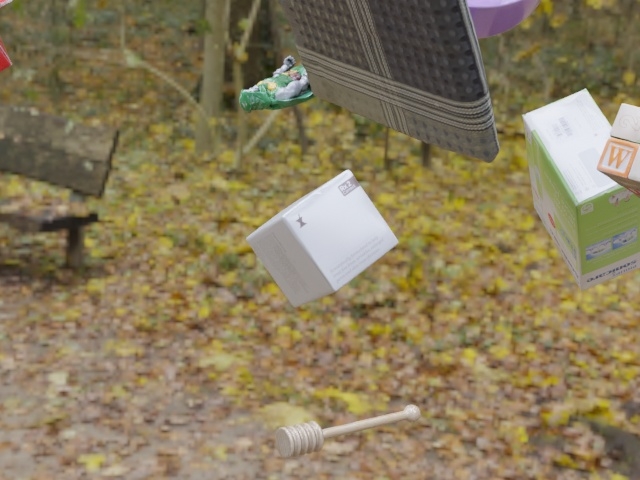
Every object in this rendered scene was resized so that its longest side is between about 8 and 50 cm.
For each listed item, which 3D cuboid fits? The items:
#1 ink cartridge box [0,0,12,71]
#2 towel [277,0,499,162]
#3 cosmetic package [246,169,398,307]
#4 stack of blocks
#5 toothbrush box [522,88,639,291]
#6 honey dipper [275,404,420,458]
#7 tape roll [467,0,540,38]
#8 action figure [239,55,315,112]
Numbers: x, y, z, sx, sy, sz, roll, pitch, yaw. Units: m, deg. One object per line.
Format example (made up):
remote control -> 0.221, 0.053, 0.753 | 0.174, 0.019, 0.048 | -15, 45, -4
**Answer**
ink cartridge box -> -0.469, -0.235, 1.304 | 0.231, 0.078, 0.134 | -32, 41, -3
towel -> 0.054, -0.253, 1.141 | 0.056, 0.312, 0.324 | -39, 40, -20
cosmetic package -> 0.000, 0.000, 1.766 | 0.151, 0.151, 0.183 | -37, 5, -25
stack of blocks -> 0.502, -0.065, 1.246 | 0.297, 0.087, 0.171 | 23, 2, 39
toothbrush box -> 0.446, -0.080, 1.790 | 0.122, 0.283, 0.206 | -23, 56, 2
honey dipper -> 0.032, 0.181, 1.015 | 0.160, 0.031, 0.030 | -5, 17, -32
tape roll -> 0.185, -0.405, 1.383 | 0.274, 0.275, 0.090 | 2, -18, -7
action figure -> -0.018, -0.223, 1.448 | 0.232, 0.064, 0.137 | -29, 25, -35
